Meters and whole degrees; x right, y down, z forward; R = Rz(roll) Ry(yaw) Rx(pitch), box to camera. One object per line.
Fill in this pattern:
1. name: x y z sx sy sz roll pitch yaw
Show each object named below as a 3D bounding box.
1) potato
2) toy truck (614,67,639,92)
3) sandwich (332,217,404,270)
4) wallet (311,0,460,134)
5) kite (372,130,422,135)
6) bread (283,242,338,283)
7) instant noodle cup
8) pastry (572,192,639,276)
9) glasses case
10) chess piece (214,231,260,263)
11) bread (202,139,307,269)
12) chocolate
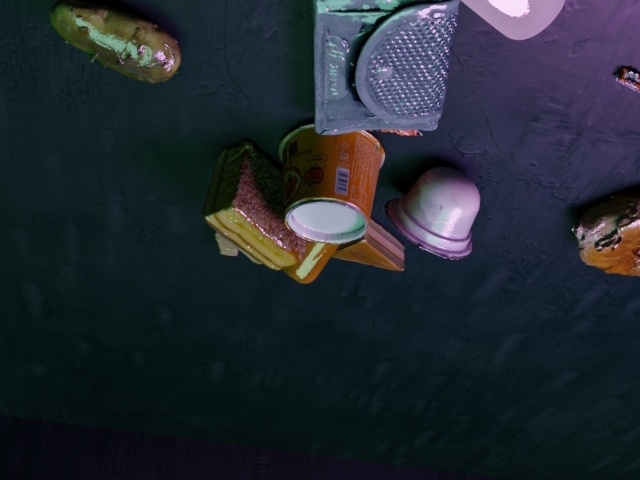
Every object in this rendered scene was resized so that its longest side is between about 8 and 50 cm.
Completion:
1. potato: -0.340 -0.335 1.284 0.226 0.090 0.117 22 143 -26
2. toy truck: 0.551 -0.273 1.334 0.083 0.024 0.032 18 167 -16
3. sandwich: 0.105 0.020 1.781 0.113 0.079 0.163 -20 141 35
4. wallet: 0.104 -0.300 1.299 0.237 0.075 0.342 -2 145 0
5. kite: 0.090 -0.245 1.448 0.222 0.008 0.125 3 144 1
6. bread: 0.000 0.000 1.692 0.093 0.074 0.239 21 118 -26
7. instant noodle cup: 0.017 -0.104 1.512 0.216 0.172 0.215 4 150 2
8. pastry: 0.678 -0.003 1.639 0.257 0.120 0.236 -23 138 36
9. glasses case: 0.239 -0.401 1.120 0.297 0.075 0.113 28 122 -30
10. chess piece: -0.147 0.013 1.807 0.200 0.090 0.090 11 147 3
11. bread: -0.126 -0.065 1.582 0.111 0.184 0.234 -17 140 34
12. chocolate: 0.254 -0.073 1.564 0.221 0.221 0.147 22 117 -25
